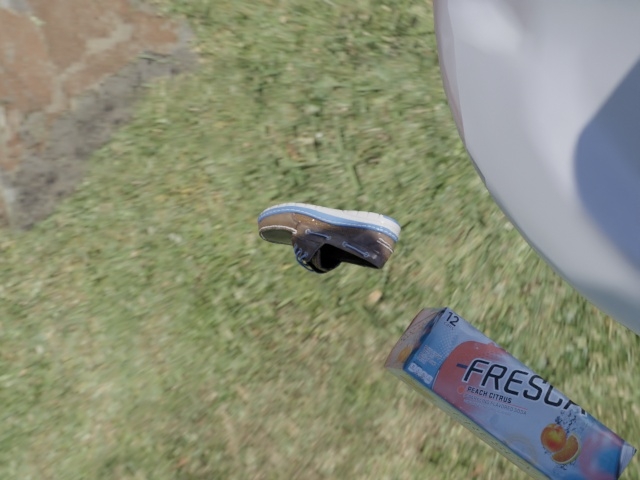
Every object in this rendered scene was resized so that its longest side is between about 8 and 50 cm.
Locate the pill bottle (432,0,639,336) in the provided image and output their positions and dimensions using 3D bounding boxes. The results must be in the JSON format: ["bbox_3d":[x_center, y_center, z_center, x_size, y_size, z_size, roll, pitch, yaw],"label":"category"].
[{"bbox_3d":[0.218,-0.131,0.498,0.204,0.204,0.361,46,59,4],"label":"pill bottle"}]

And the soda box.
[{"bbox_3d":[0.138,0.123,1.104,0.183,0.063,0.058,36,81,-9],"label":"soda box"}]

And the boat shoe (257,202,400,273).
[{"bbox_3d":[0.000,0.000,1.728,0.183,0.066,0.066,3,64,33],"label":"boat shoe"}]
